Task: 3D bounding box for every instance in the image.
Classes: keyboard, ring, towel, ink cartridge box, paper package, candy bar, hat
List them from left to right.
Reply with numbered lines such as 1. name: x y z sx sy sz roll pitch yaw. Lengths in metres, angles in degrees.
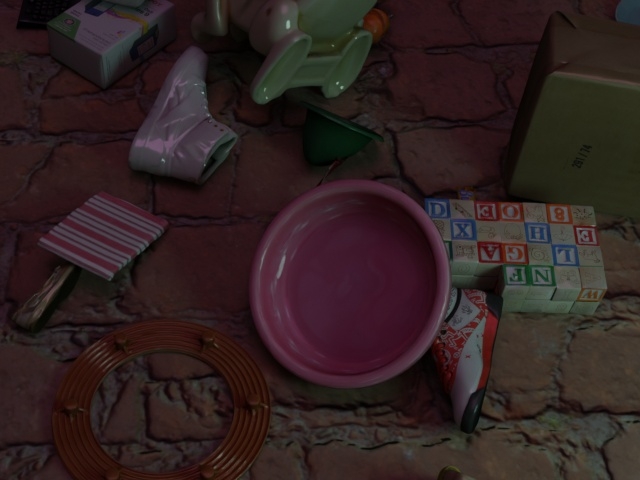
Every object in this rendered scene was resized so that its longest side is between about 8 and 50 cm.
1. keyboard: -0.603 -0.561 2.321 0.201 0.033 0.317 1 50 -3
2. towel: -0.365 -0.008 1.852 0.144 0.029 0.197 24 37 13
3. ink cartridge box: -0.414 -0.419 2.177 0.154 0.093 0.212 32 53 21
4. ring: -0.243 0.254 1.672 0.336 0.032 0.336 2 49 -3
5. hat: -0.001 -0.144 2.024 0.173 0.183 0.208 29 10 29
6. candy bar: 0.267 -0.036 1.962 0.040 0.018 0.161 3 51 -3
7. paper package: 0.509 -0.211 1.930 0.309 0.325 0.168 11 51 3

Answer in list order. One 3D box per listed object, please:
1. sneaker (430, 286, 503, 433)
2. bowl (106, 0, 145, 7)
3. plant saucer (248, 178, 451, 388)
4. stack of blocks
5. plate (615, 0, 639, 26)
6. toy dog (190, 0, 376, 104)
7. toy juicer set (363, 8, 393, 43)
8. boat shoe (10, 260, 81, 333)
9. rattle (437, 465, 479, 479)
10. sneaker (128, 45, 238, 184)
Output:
1. sneaker: 0.199 0.181 1.733 0.145 0.090 0.270 12 48 8
2. bowl: -0.391 -0.517 2.169 0.142 0.053 0.142 14 49 8
3. plant saucer: 0.051 0.071 1.730 0.332 0.084 0.332 -5 77 20
4. stack of blocks: 0.320 0.027 1.855 0.297 0.087 0.171 3 56 -3
5. plate: 0.727 -0.468 2.353 0.188 0.024 0.188 2 51 -2
6. toy dog: -0.105 -0.507 2.056 0.284 0.395 0.408 -22 61 -41
7. toy juicer set: -0.003 -0.465 2.268 0.329 0.089 0.209 -2 70 10
8. boat shoe: -0.444 0.082 1.785 0.048 0.056 0.153 25 60 10
9. rattle: 0.248 0.414 1.557 0.199 0.130 0.143 30 61 -14
10. sneaker: -0.224 -0.226 2.033 0.169 0.108 0.292 17 61 7
